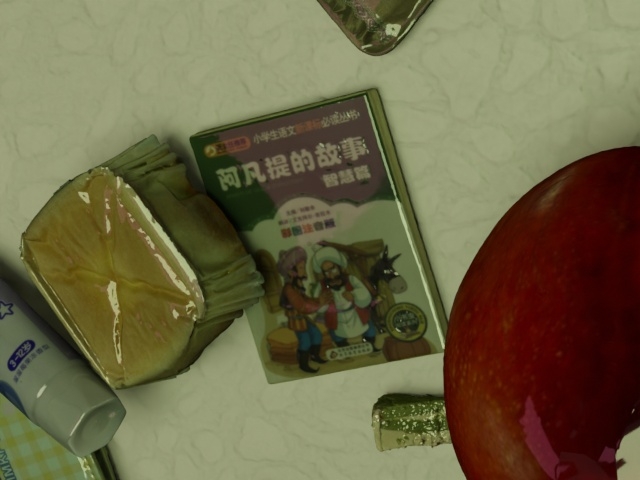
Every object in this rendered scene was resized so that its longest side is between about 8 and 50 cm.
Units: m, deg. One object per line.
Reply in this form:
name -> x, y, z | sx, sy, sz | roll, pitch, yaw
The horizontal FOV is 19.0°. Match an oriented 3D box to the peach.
peach -> 0.274, 0.119, 1.594 | 0.388, 0.388, 0.388 | 7, 108, 21

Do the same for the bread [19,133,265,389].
bread -> -0.173, 0.026, 1.888 | 0.210, 0.110, 0.192 | 51, 127, 7

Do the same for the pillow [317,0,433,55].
pillow -> 0.081, -0.272, 1.739 | 0.217, 0.033, 0.130 | -40, 87, 28

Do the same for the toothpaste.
toothpaste -> -0.345, 0.086, 1.985 | 0.371, 0.080, 0.125 | 39, 119, 30

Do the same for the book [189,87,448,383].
book -> 0.000, 0.000, 1.860 | 0.202, 0.027, 0.264 | -12, 101, 27

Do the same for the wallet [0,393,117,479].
wallet -> -0.368, 0.255, 2.074 | 0.309, 0.077, 0.223 | -16, 95, 25

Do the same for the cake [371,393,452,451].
cake -> 0.120, 0.172, 1.865 | 0.140, 0.055, 0.051 | -6, 103, 6
